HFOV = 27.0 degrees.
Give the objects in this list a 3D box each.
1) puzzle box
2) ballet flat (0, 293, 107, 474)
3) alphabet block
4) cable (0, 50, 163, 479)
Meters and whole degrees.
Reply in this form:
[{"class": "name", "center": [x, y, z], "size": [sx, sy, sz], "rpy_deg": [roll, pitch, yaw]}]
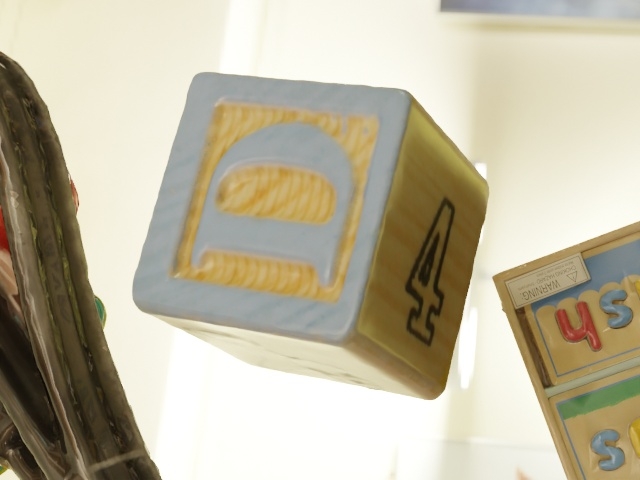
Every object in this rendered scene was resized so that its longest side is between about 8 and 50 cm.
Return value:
[{"class": "puzzle box", "center": [0.402, 0.092, 1.301], "size": [0.052, 0.409, 0.272], "rpy_deg": [43, -153, -73]}, {"class": "ballet flat", "center": [-0.314, 0.153, 1.436], "size": [0.231, 0.077, 0.077], "rpy_deg": [-58, 10, -15]}, {"class": "alphabet block", "center": [0.000, 0.000, 1.030], "size": [0.197, 0.192, 0.193], "rpy_deg": [38, -115, -61]}, {"class": "cable", "center": [-0.061, 0.047, 0.390], "size": [0.072, 0.287, 0.139], "rpy_deg": [-16, -37, -40]}]
